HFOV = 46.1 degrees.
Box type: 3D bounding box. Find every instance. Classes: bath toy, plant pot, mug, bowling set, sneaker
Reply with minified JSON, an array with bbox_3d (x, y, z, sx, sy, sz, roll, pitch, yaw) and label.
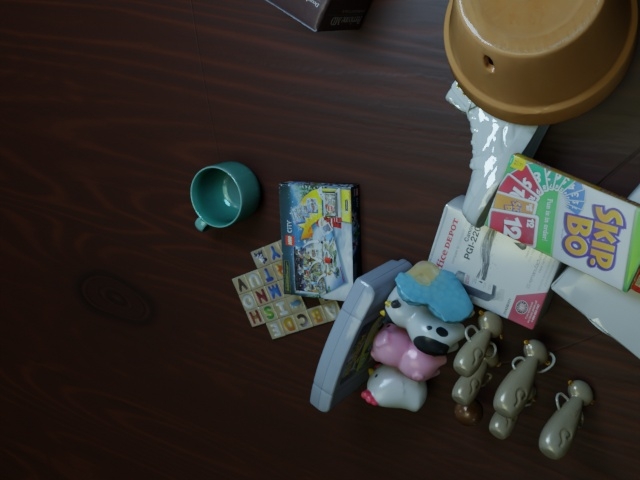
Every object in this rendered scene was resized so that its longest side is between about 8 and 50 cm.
[{"bbox_3d":[0.155,0.193,1.381,0.348,0.129,0.151,104,147,-44],"label":"bath toy"},{"bbox_3d":[0.312,-0.330,1.089,0.290,0.203,0.291,-2,85,19],"label":"plant pot"},{"bbox_3d":[-0.201,-0.097,1.574,0.157,0.097,0.130,-12,98,33],"label":"mug"},{"bbox_3d":[0.320,0.251,1.352,0.287,0.154,0.200,45,152,-12],"label":"bowling set"},{"bbox_3d":[0.272,-0.180,1.253,0.169,0.108,0.293,30,96,23],"label":"sneaker"}]

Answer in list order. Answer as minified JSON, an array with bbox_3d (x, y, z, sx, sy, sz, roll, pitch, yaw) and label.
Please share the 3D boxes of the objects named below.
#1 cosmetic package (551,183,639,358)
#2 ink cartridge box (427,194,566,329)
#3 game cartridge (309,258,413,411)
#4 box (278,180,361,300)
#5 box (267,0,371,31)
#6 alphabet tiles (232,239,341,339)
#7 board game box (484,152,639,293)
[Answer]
[{"bbox_3d":[0.547,-0.014,1.128,0.197,0.155,0.366,42,122,14],"label":"cosmetic package"},{"bbox_3d":[0.307,0.034,1.321,0.217,0.092,0.159,25,116,24],"label":"ink cartridge box"},{"bbox_3d":[0.075,0.185,1.439,0.060,0.196,0.294,33,119,26],"label":"game cartridge"},{"bbox_3d":[0.000,0.000,1.510,0.159,0.044,0.233,5,106,26],"label":"box"},{"bbox_3d":[0.009,-0.490,1.292,0.167,0.168,0.203,36,120,16],"label":"box"},{"bbox_3d":[-0.082,0.103,1.618,0.237,0.009,0.198,-21,93,33],"label":"alphabet tiles"},{"bbox_3d":[0.383,-0.025,1.124,0.259,0.039,0.124,28,115,25],"label":"board game box"}]
